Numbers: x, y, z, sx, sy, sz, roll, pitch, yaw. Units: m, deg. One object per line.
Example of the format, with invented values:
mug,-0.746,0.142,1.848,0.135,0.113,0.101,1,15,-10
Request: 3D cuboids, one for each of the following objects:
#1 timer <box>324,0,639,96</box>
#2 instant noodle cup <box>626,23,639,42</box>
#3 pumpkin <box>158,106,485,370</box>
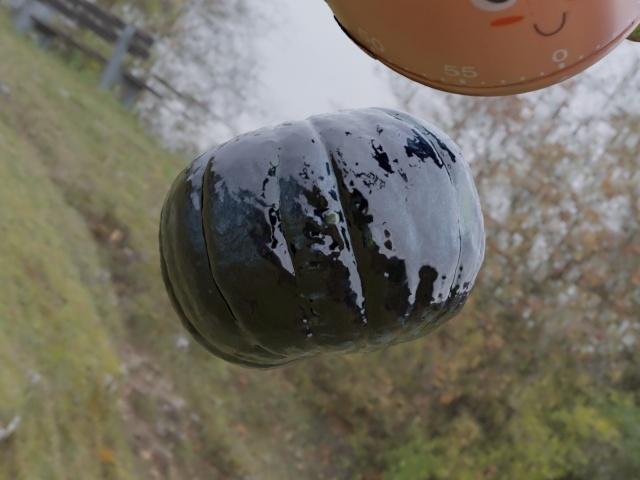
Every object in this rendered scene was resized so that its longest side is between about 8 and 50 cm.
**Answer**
timer,0.099,-0.202,0.865,0.230,0.229,0.215,35,-3,23
instant noodle cup,0.327,-0.320,1.577,0.174,0.213,0.213,21,6,-36
pumpkin,0.000,0.000,1.581,0.363,0.364,0.266,130,-51,-86
